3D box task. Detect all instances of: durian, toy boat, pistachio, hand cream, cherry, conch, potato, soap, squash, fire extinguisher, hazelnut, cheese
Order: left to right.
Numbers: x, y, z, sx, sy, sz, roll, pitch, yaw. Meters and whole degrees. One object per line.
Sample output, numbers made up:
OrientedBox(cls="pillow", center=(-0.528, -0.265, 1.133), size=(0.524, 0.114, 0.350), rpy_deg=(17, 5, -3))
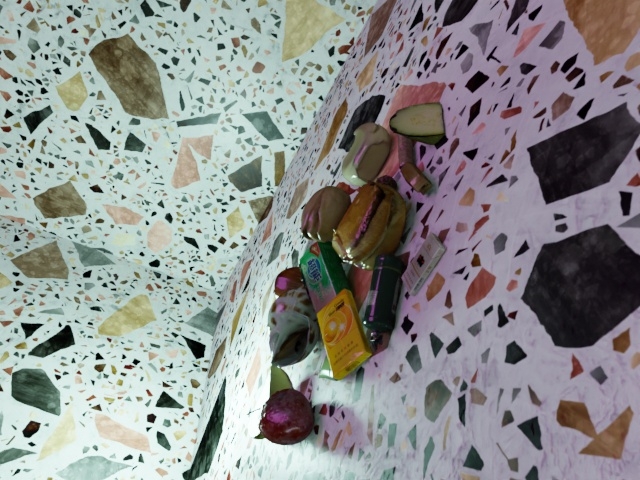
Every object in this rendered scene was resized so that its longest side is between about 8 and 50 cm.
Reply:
OrientedBox(cls="potato", center=(-0.203, 0.686, 1.969), size=(0.270, 0.111, 0.255), rpy_deg=(-88, 22, -53))
OrientedBox(cls="cherry", center=(-0.112, 0.611, 1.679), size=(0.249, 0.192, 0.175), rpy_deg=(-11, 96, 57))
OrientedBox(cls="hazelnut", center=(-0.110, 0.201, 2.143), size=(0.210, 0.186, 0.210), rpy_deg=(-59, 3, 5))
OrientedBox(cls="conch", center=(-0.088, 0.316, 1.928), size=(0.249, 0.197, 0.369), rpy_deg=(18, 89, 40))
OrientedBox(cls="soap", center=(0.023, 0.146, 1.845), size=(0.218, 0.097, 0.274), rpy_deg=(-49, 48, 37))
OrientedBox(cls="pistachio", center=(0.027, -0.107, 1.852), size=(0.293, 0.162, 0.182), rpy_deg=(-61, -34, -48))
OrientedBox(cls="hand cream", center=(0.038, 0.435, 1.667), size=(0.175, 0.045, 0.095), rpy_deg=(153, 138, -71))
OrientedBox(cls="cheese", center=(0.184, -0.356, 2.029), size=(0.266, 0.127, 0.233), rpy_deg=(-61, 19, 17))
OrientedBox(cls="fire extinguisher", center=(0.183, 0.193, 1.456), size=(0.118, 0.093, 0.295), rpy_deg=(113, 171, -67))
OrientedBox(cls="durian", center=(0.238, -0.196, 1.773), size=(0.091, 0.080, 0.080), rpy_deg=(85, -170, -52))
OrientedBox(cls="toy boat", center=(0.308, -0.200, 1.568), size=(0.057, 0.077, 0.201), rpy_deg=(-48, 20, 17))
OrientedBox(cls="squash", center=(0.329, -0.381, 1.674), size=(0.085, 0.183, 0.192), rpy_deg=(74, -161, -46))

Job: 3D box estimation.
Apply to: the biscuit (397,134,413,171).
OrientedBox(cls="biscuit", center=(0.303, -0.323, 1.752), size=(0.055, 0.061, 0.219), rpy_deg=(-50, 24, 43))

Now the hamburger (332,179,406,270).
OrientedBox(cls="hamburger", center=(0.166, -0.055, 1.646), size=(0.304, 0.174, 0.285), rpy_deg=(-119, 50, -67))

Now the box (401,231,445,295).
OrientedBox(cls="box", center=(0.290, 0.067, 1.392), size=(0.167, 0.024, 0.090), rpy_deg=(-62, 18, 22))

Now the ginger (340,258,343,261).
OrientedBox(cls="ginger", center=(0.121, -0.041, 1.914), size=(0.137, 0.089, 0.290), rpy_deg=(-49, -19, -78))

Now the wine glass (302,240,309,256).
OrientedBox(cls="wine glass", center=(-0.039, 0.006, 2.358), size=(0.066, 0.066, 0.198), rpy_deg=(-22, 50, 66))

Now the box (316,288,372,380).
OrientedBox(cls="box", center=(0.072, 0.302, 1.606), size=(0.152, 0.043, 0.269), rpy_deg=(-45, 37, 22))

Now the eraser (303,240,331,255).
OrientedBox(cls="eraser", center=(0.000, 0.000, 2.205), size=(0.270, 0.094, 0.174), rpy_deg=(-70, 15, -8))
